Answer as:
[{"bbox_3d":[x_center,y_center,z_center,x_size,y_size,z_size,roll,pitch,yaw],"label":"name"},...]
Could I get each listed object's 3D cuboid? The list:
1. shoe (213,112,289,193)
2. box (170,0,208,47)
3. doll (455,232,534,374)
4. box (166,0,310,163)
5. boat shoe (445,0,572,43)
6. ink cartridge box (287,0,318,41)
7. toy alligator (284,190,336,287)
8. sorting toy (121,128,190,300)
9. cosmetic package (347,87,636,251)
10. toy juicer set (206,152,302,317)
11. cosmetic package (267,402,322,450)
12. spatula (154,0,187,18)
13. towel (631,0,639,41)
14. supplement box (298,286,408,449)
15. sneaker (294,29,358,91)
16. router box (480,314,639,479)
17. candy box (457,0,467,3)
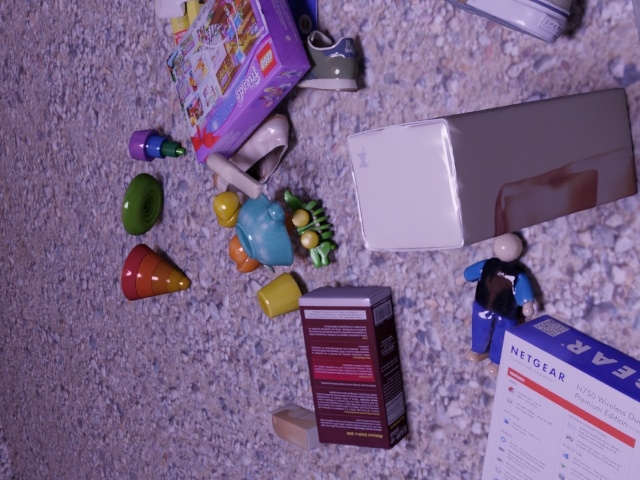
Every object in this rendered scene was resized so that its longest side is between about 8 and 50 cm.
[{"bbox_3d":[-0.115,-0.129,1.597,0.219,0.076,0.058,-45,61,47],"label":"shoe"},{"bbox_3d":[-0.227,-0.447,1.643,0.087,0.058,0.232,-1,102,49],"label":"box"},{"bbox_3d":[0.229,0.077,1.250,0.129,0.046,0.189,31,126,42],"label":"doll"},{"bbox_3d":[-0.137,-0.277,1.493,0.293,0.057,0.201,-39,64,49],"label":"box"},{"bbox_3d":[0.184,-0.328,1.142,0.302,0.109,0.094,36,104,35],"label":"boat shoe"},{"bbox_3d":[-0.092,-0.412,1.493,0.224,0.045,0.223,18,116,48],"label":"ink cartridge box"},{"bbox_3d":[0.000,0.000,1.522,0.051,0.056,0.190,-24,89,9],"label":"toy alligator"},{"bbox_3d":[-0.311,-0.038,1.890,0.126,0.127,0.366,13,113,18],"label":"sorting toy"},{"bbox_3d":[0.192,-0.080,1.033,0.153,0.296,0.129,-1,100,53],"label":"cosmetic package"},{"bbox_3d":[-0.104,-0.040,1.564,0.209,0.089,0.329,50,158,38],"label":"toy juicer set"},{"bbox_3d":[-0.036,0.325,1.668,0.115,0.060,0.041,10,110,49],"label":"cosmetic package"},{"bbox_3d":[-0.211,-0.460,1.568,0.242,0.019,0.168,4,99,45],"label":"spatula"},{"bbox_3d":[0.415,-0.289,0.875,0.324,0.056,0.312,-17,89,54],"label":"towel"},{"bbox_3d":[0.052,0.194,1.469,0.130,0.073,0.239,-1,101,31],"label":"supplement box"},{"bbox_3d":[-0.010,-0.271,1.430,0.192,0.064,0.086,17,107,49],"label":"sneaker"},{"bbox_3d":[0.351,0.295,1.138,0.335,0.082,0.301,30,124,43],"label":"router box"},{"bbox_3d":[0.174,-0.443,1.028,0.183,0.087,0.316,51,119,29],"label":"candy box"}]
